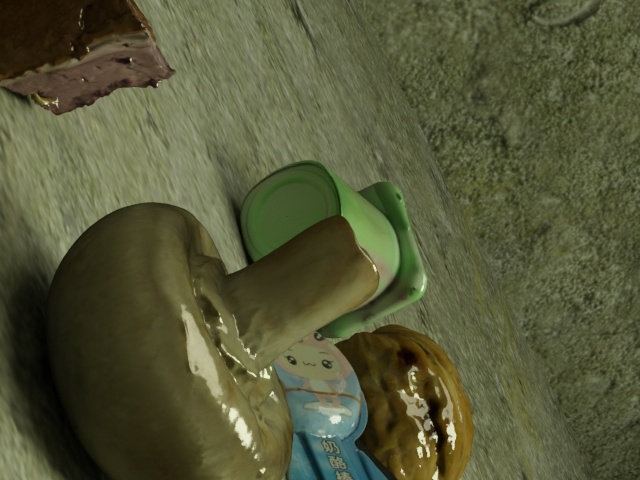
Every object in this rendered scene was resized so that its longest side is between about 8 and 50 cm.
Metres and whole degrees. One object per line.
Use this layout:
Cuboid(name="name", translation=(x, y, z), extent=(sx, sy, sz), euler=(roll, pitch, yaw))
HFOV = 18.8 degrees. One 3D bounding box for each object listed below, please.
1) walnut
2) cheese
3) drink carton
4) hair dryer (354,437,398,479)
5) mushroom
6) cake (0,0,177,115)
Cuboid(name="walnut", translation=(0.066, 0.172, 1.785), extent=(0.155, 0.155, 0.184), euler=(29, 40, -74))
Cuboid(name="cheese", translation=(-0.010, 0.140, 1.586), extent=(0.135, 0.052, 0.245), euler=(8, 36, -31))
Cuboid(name="drink carton", translation=(0.000, 0.000, 1.885), extent=(0.142, 0.144, 0.146), euler=(34, 34, -55))
Cuboid(name="hair dryer", translation=(-0.001, 0.213, 1.592), extent=(0.235, 0.091, 0.271), euler=(60, 13, 9))
Cuboid(name="mushroom", translation=(-0.061, 0.060, 1.220), extent=(0.207, 0.215, 0.207), euler=(60, 6, -10))
Cuboid(name="cake", translation=(-0.219, -0.209, 1.377), extent=(0.295, 0.113, 0.116), euler=(58, 4, 25))
